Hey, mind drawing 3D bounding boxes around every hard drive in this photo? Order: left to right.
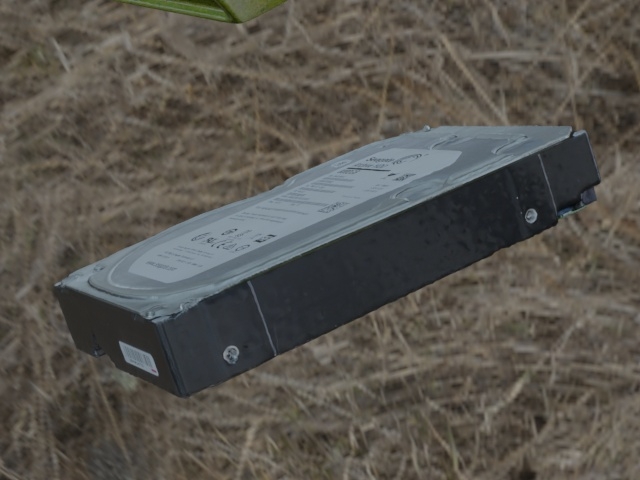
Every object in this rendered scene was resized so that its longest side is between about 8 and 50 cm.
[{"bbox_3d":[0.000,0.000,1.042,0.339,0.237,0.064,-23,104,-22],"label":"hard drive"}]

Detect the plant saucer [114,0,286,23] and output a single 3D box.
[{"bbox_3d":[-0.107,-0.146,0.653,0.188,0.188,0.045,13,85,13],"label":"plant saucer"}]
